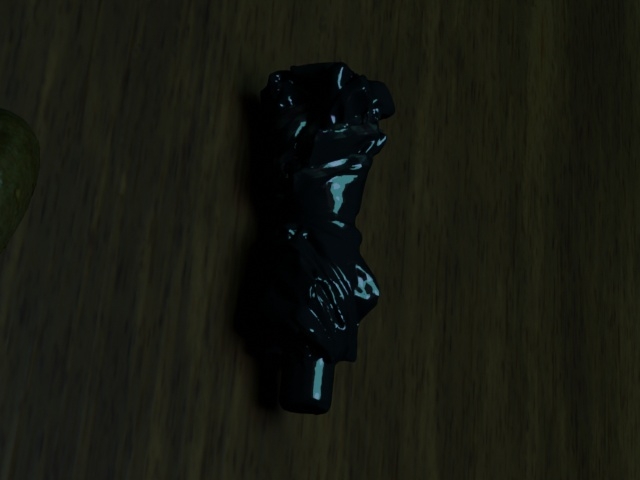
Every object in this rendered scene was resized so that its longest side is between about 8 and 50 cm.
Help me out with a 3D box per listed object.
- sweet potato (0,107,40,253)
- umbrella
[{"bbox_3d":[-0.256,0.001,0.881,0.114,0.092,0.341,51,32,9],"label":"sweet potato"},{"bbox_3d":[0.000,-0.001,1.252,0.110,0.122,0.272,5,71,-9],"label":"umbrella"}]
